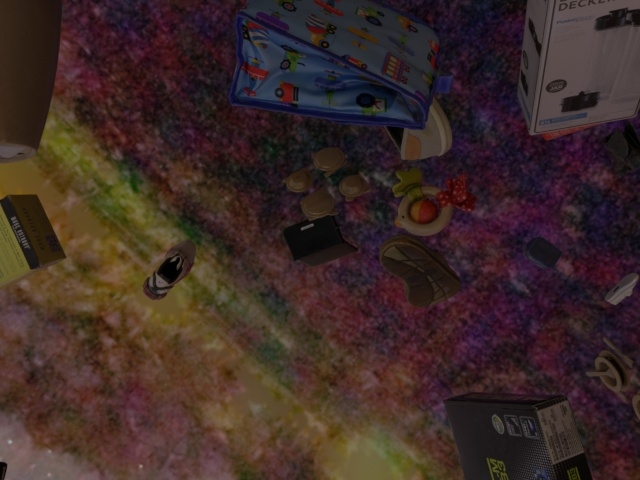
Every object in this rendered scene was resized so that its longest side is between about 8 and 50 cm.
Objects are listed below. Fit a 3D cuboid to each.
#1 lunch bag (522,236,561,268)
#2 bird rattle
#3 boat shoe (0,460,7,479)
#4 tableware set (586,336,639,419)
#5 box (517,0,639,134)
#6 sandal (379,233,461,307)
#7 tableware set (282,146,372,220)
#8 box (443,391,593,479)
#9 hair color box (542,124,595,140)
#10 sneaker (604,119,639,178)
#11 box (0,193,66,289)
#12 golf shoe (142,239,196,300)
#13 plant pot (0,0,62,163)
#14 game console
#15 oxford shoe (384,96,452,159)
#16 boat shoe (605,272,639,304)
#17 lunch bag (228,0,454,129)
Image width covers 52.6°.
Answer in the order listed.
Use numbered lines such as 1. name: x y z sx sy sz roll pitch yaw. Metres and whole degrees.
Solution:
1. lunch bag: 0.627 0.036 1.848 0.098 0.067 0.065 37 174 5
2. bird rattle: 0.331 -0.104 1.946 0.253 0.207 0.143 19 163 18
3. boat shoe: -0.457 0.365 0.886 0.038 0.125 0.046 21 141 -37
4. tableware set: 0.591 0.292 1.247 0.194 0.039 0.128 -122 13 -52
5. box: 0.373 -0.279 0.895 0.290 0.169 0.087 71 -168 -59
6. sandal: 0.122 0.031 0.792 0.180 0.072 0.049 45 -149 -49
7. tableware set: 0.009 -0.113 1.267 0.169 0.141 0.020 54 168 36
8. box: 0.203 0.249 0.645 0.184 0.045 0.191 147 110 -69
9. hair color box: 0.606 -0.304 1.536 0.053 0.093 0.167 47 152 -19
10. sneaker: 0.602 -0.180 1.289 0.089 0.051 0.170 56 -173 9
11. box: -0.410 0.034 0.723 0.087 0.232 0.058 64 -172 -1
12. golf shoe: -0.319 0.055 1.443 0.067 0.186 0.086 41 128 -13
13. plant pot: -0.538 -0.272 1.044 0.256 0.256 0.274 146 115 -76
14. game console: 0.000 0.000 1.368 0.107 0.122 0.071 67 -156 -5
15. oxford shoe: 0.161 -0.366 1.567 0.169 0.130 0.449 80 167 -58
16. boat shoe: 0.741 0.120 1.576 0.035 0.100 0.035 30 -151 -9
17. lunch bag: 0.046 -0.266 0.913 0.293 0.221 0.138 15 133 2
